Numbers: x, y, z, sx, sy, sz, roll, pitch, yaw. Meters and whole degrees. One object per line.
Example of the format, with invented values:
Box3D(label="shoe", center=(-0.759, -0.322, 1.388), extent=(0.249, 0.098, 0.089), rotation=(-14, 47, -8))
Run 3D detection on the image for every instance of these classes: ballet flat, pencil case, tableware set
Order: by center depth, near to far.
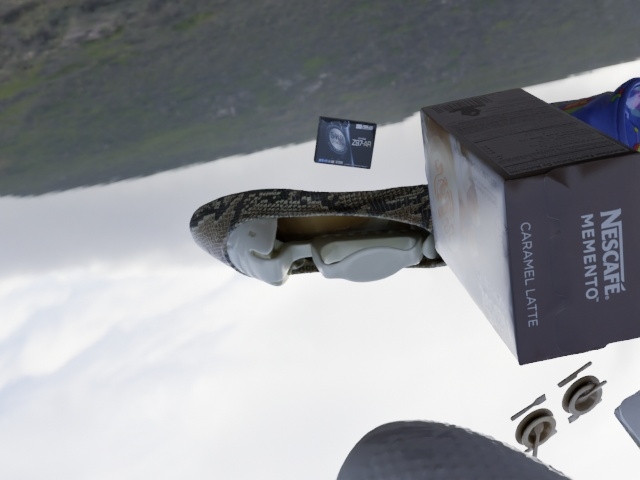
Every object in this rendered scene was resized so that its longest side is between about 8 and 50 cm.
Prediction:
Box3D(label="pencil case", center=(0.255, -0.100, 1.055), extent=(0.306, 0.119, 0.133), rotation=(-7, -131, 54))
Box3D(label="ballet flat", center=(0.000, 0.000, 1.575), extent=(0.483, 0.164, 0.182), rotation=(-3, -143, 10))
Box3D(label="tableware set", center=(0.446, 0.322, 1.759), extent=(0.194, 0.128, 0.039), rotation=(-33, -140, -7))

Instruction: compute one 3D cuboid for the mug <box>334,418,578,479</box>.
Box3D(label="mug", center=(0.190, 0.433, 1.319), extent=(0.328, 0.374, 0.276), rotation=(25, -136, 35))

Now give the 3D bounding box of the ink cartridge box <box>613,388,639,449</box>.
Box3D(label="ink cartridge box", center=(0.682, 0.224, 1.522), extent=(0.285, 0.166, 0.395), rotation=(-45, 159, 31))

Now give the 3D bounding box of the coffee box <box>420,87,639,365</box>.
Box3D(label="coffee box", center=(0.157, -0.024, 0.750), extent=(0.098, 0.141, 0.246), rotation=(-11, -159, -4))

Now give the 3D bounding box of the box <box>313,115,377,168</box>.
Box3D(label="box", center=(0.035, -0.140, 1.372), extent=(0.083, 0.067, 0.018), rotation=(7, -166, -7))
